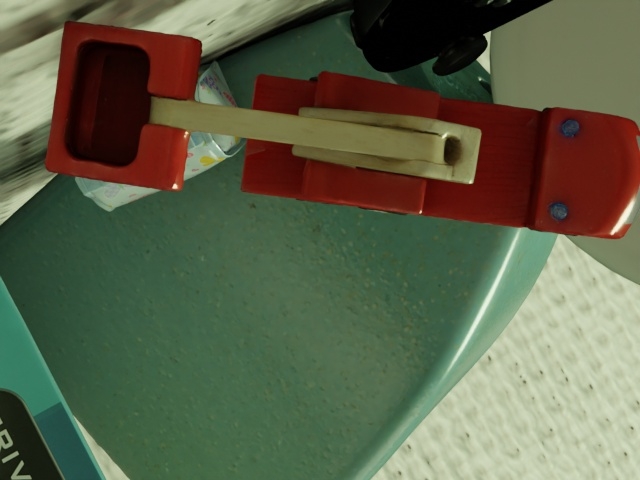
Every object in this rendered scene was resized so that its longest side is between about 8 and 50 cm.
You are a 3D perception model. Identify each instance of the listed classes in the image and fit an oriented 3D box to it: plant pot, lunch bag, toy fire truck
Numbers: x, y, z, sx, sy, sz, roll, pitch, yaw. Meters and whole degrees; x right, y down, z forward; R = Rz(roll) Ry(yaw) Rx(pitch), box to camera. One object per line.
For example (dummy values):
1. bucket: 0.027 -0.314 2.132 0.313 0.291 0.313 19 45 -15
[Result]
1. plant pot: 0.000 0.000 0.916 0.252 0.248 0.247 -45 174 24
2. lunch bag: -0.078 -0.050 0.770 0.071 0.053 0.083 -24 -167 14
3. toy fire truck: 0.017 -0.032 0.527 0.192 0.047 0.135 8 -178 2

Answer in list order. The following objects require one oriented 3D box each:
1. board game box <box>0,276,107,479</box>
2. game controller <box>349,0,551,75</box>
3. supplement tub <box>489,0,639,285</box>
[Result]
1. board game box: -0.172 0.156 0.790 0.079 0.336 0.254 -28 -177 -30
2. game controller: 0.156 -0.149 0.548 0.319 0.067 0.166 -28 -177 -23
3. supplement tub: 0.257 -0.120 0.852 0.235 0.235 0.325 -25 -177 37
